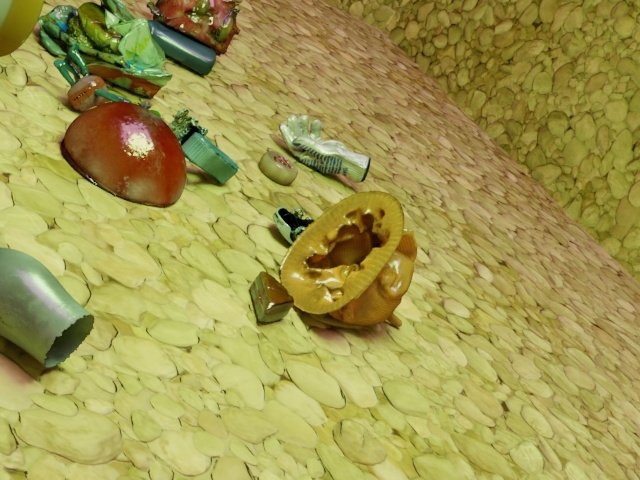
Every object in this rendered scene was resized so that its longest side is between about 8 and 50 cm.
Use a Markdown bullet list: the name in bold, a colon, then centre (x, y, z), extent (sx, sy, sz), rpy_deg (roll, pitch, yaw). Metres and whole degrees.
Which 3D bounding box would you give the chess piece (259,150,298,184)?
- **chess piece**: centre (-0.087, -0.149, 2.054), extent (0.084, 0.038, 0.083), rpy_deg (31, 19, -12)

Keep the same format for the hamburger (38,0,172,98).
- **hamburger**: centre (-0.415, -0.417, 1.990), extent (0.276, 0.150, 0.260), rpy_deg (27, 20, -17)

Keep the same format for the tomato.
- **tomato**: centre (-0.301, -0.154, 1.640), extent (0.199, 0.112, 0.228), rpy_deg (43, 24, 16)

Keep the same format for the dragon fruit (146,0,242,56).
- **dragon fruit**: centre (-0.296, -0.551, 2.385), extent (0.211, 0.147, 0.282), rpy_deg (26, -1, 33)

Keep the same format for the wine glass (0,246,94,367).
- **wine glass**: centre (-0.352, 0.054, 1.117), extent (0.202, 0.093, 0.093), rpy_deg (36, 20, 12)

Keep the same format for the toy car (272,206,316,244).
- **toy car**: centre (0.000, 0.000, 1.826), extent (0.205, 0.056, 0.095), rpy_deg (23, 23, -19)

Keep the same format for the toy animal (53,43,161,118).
- **toy animal**: centre (-0.377, -0.254, 1.755), extent (0.208, 0.100, 0.103), rpy_deg (42, -21, -14)

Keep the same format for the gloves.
- **gloves**: centre (0.007, -0.202, 2.232), extent (0.229, 0.097, 0.119), rpy_deg (34, 10, -8)

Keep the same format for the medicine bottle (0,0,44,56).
- **medicine bottle**: centre (-0.605, -0.438, 1.617), extent (0.232, 0.238, 0.238), rpy_deg (7, 33, -50)

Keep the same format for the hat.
- **hat**: centre (0.088, 0.086, 1.690), extent (0.233, 0.234, 0.244), rpy_deg (53, 18, -39)

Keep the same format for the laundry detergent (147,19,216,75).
- **laundry detergent**: centre (-0.345, -0.455, 2.308), extent (0.206, 0.061, 0.096), rpy_deg (24, 26, -24)

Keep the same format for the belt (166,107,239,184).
- **belt**: centre (-0.209, -0.159, 1.799), extent (0.100, 0.065, 0.179), rpy_deg (49, 2, 21)

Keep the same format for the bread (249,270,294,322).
- **bread**: centre (-0.071, 0.095, 1.526), extent (0.062, 0.043, 0.109), rpy_deg (25, 21, -21)
